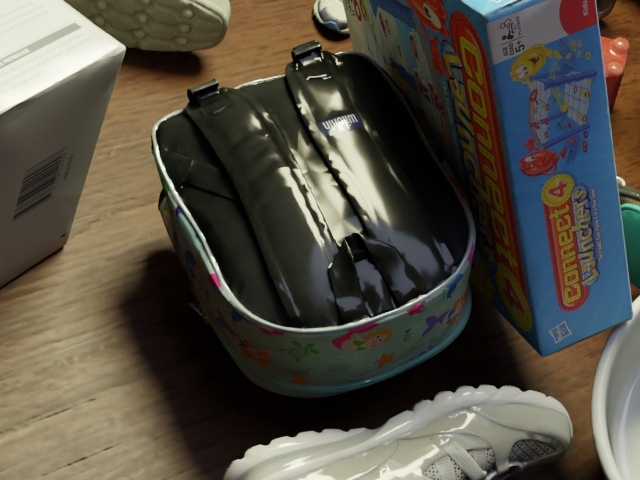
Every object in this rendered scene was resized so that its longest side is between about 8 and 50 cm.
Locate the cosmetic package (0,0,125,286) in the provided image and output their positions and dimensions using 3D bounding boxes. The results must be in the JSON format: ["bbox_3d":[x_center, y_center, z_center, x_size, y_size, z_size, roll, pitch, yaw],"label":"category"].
[{"bbox_3d":[-0.296,-0.105,1.104,0.224,0.224,0.138,38,45,14],"label":"cosmetic package"}]

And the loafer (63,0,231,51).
[{"bbox_3d":[-0.232,-0.270,1.375,0.319,0.112,0.111,20,52,-5],"label":"loafer"}]

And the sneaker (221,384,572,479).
[{"bbox_3d":[0.070,0.192,1.089,0.281,0.105,0.115,-13,60,-20],"label":"sneaker"}]

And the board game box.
[{"bbox_3d":[0.123,-0.112,1.177,0.086,0.308,0.302,-22,34,-11],"label":"board game box"}]

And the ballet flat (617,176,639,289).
[{"bbox_3d":[0.276,-0.025,1.341,0.280,0.095,0.096,29,48,26],"label":"ballet flat"}]

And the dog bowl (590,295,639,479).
[{"bbox_3d":[0.349,0.147,1.147,0.265,0.104,0.265,-6,65,13],"label":"dog bowl"}]

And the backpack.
[{"bbox_3d":[0.000,0.000,1.150,0.225,0.191,0.253,-21,50,-15],"label":"backpack"}]

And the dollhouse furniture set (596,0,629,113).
[{"bbox_3d":[0.356,-0.241,1.621,0.374,0.152,0.201,-32,66,-23],"label":"dollhouse furniture set"}]

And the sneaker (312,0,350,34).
[{"bbox_3d":[0.032,-0.269,1.533,0.052,0.058,0.135,25,44,-1],"label":"sneaker"}]
